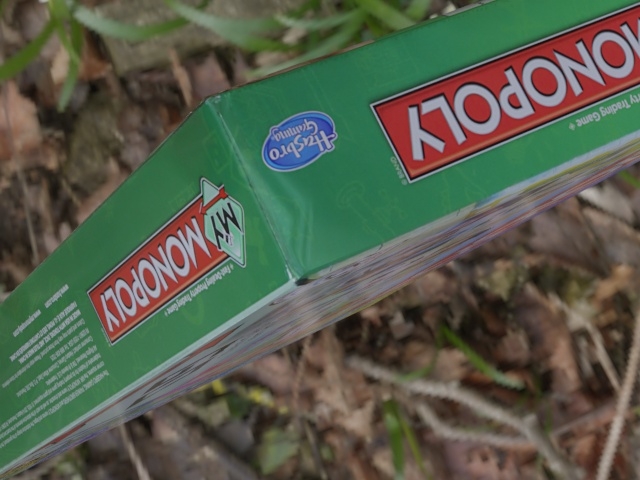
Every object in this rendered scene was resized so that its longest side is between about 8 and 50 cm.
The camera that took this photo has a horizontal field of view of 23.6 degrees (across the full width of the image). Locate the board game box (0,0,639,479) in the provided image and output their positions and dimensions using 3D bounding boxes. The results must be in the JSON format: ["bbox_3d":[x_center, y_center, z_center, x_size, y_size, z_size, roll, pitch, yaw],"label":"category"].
[{"bbox_3d":[0.000,0.000,0.490,0.213,0.046,0.317,-22,174,-31],"label":"board game box"}]
